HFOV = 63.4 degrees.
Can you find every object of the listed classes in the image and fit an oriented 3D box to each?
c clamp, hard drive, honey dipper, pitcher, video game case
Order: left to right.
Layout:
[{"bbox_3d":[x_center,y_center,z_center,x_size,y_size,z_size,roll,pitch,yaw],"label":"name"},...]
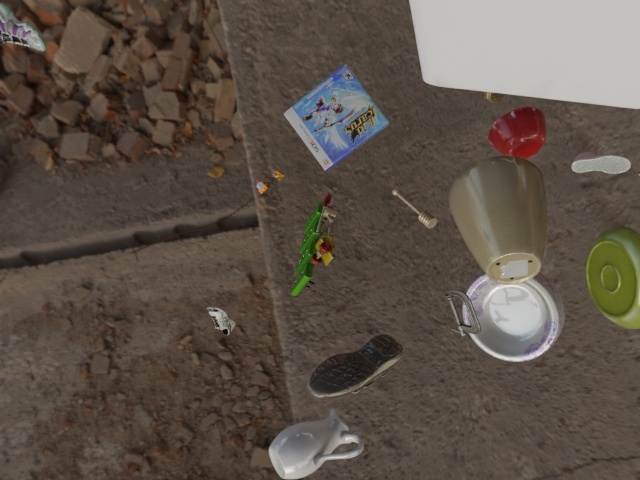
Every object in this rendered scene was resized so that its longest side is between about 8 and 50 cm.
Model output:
[{"bbox_3d":[-0.010,0.526,1.315,0.207,0.178,0.125,-19,105,-28],"label":"pitcher"},{"bbox_3d":[0.054,-0.411,1.748,0.270,0.061,0.244,-37,89,12],"label":"video game case"},{"bbox_3d":[0.229,-0.084,1.289,0.030,0.030,0.160,-43,46,2],"label":"honey dipper"},{"bbox_3d":[0.388,0.204,1.448,0.022,0.137,0.160,-26,108,-20],"label":"c clamp"},{"bbox_3d":[0.153,-0.230,0.358,0.210,0.318,0.040,16,66,28],"label":"hard drive"}]

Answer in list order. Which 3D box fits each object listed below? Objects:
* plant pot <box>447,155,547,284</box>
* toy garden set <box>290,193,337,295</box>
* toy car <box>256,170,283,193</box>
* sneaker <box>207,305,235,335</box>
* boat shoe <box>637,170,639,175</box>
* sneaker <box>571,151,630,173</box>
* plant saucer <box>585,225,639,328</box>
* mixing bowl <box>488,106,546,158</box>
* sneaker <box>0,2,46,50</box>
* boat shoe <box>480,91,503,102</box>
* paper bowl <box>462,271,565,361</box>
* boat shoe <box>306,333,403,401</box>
[{"bbox_3d":[0.474,-0.032,1.336,0.257,0.256,0.273,-10,47,14],"label":"plant pot"},{"bbox_3d":[0.000,0.000,1.325,0.049,0.203,0.244,20,53,-12],"label":"toy garden set"},{"bbox_3d":[-0.164,-0.198,1.662,0.040,0.060,0.122,42,126,-17],"label":"toy car"},{"bbox_3d":[-0.208,0.168,1.076,0.032,0.083,0.036,-4,50,35],"label":"sneaker"},{"bbox_3d":[1.021,-0.196,1.416,0.098,0.277,0.096,-38,100,-25],"label":"boat shoe"},{"bbox_3d":[0.730,-0.207,1.351,0.135,0.070,0.050,2,116,27],"label":"sneaker"},{"bbox_3d":[0.690,0.088,1.208,0.037,0.241,0.240,-4,74,-5],"label":"plant saucer"},{"bbox_3d":[0.633,-0.319,1.630,0.182,0.181,0.098,-18,55,11],"label":"mixing bowl"},{"bbox_3d":[-0.454,-0.293,0.750,0.098,0.038,0.069,37,66,8],"label":"sneaker"},{"bbox_3d":[0.463,-0.453,1.345,0.060,0.064,0.177,49,132,49],"label":"boat shoe"},{"bbox_3d":[0.597,0.216,1.592,0.284,0.148,0.283,6,100,37],"label":"paper bowl"},{"bbox_3d":[0.114,0.421,1.618,0.356,0.130,0.132,-17,42,-30],"label":"boat shoe"}]
